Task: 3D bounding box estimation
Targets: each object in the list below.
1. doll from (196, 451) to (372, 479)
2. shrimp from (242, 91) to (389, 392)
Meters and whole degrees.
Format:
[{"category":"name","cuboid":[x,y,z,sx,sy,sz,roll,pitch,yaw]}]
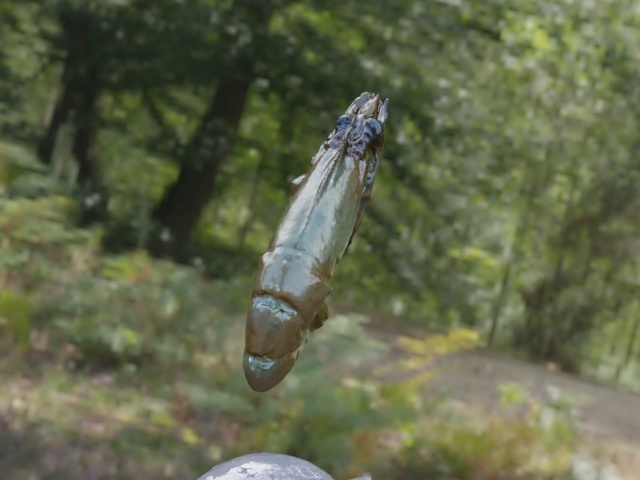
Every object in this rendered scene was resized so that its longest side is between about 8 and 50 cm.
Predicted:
[{"category":"doll","cuboid":[0.026,0.228,1.154,0.287,0.151,0.151,9,-3,40]},{"category":"shrimp","cuboid":[-0.001,-0.001,1.418,0.061,0.267,0.145,14,-15,13]}]
